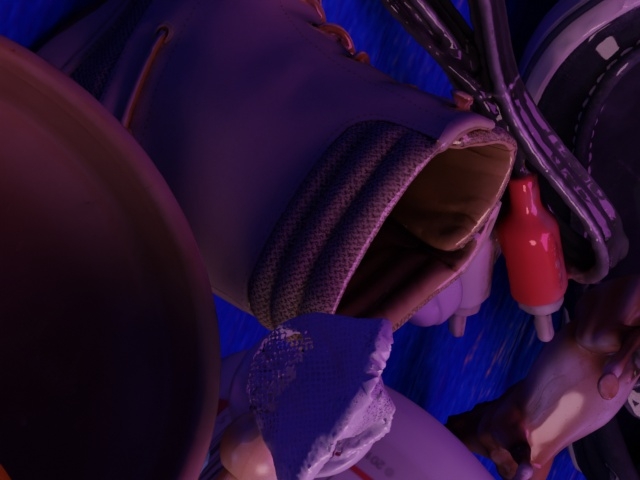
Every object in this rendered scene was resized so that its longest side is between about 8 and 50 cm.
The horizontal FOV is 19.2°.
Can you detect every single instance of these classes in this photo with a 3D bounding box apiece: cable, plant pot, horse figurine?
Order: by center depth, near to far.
[{"bbox_3d":[-0.163,0.041,0.669,0.237,0.237,0.110,-36,177,-40],"label":"plant pot"},{"bbox_3d":[0.088,-0.055,1.011,0.072,0.139,0.287,-56,148,-34],"label":"cable"},{"bbox_3d":[0.149,0.086,1.099,0.263,0.066,0.174,-49,-172,20],"label":"horse figurine"}]

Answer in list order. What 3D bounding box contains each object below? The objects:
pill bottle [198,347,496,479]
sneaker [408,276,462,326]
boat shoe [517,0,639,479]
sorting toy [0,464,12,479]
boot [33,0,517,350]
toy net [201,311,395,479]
[{"bbox_3d":[-0.092,0.254,0.854,0.408,0.229,0.229,-44,142,-32],"label":"pill bottle"},{"bbox_3d":[0.000,0.000,0.990,0.094,0.080,0.212,-49,139,-7],"label":"sneaker"},{"bbox_3d":[0.232,0.026,1.228,0.187,0.156,0.500,-23,137,-11],"label":"boat shoe"},{"bbox_3d":[-0.208,0.112,0.550,0.229,0.307,0.041,69,21,-47],"label":"sorting toy"},{"bbox_3d":[0.003,-0.075,0.802,0.262,0.203,0.095,-50,145,-27],"label":"boot"},{"bbox_3d":[-0.038,0.081,0.716,0.045,0.232,0.122,29,45,-28],"label":"toy net"}]
